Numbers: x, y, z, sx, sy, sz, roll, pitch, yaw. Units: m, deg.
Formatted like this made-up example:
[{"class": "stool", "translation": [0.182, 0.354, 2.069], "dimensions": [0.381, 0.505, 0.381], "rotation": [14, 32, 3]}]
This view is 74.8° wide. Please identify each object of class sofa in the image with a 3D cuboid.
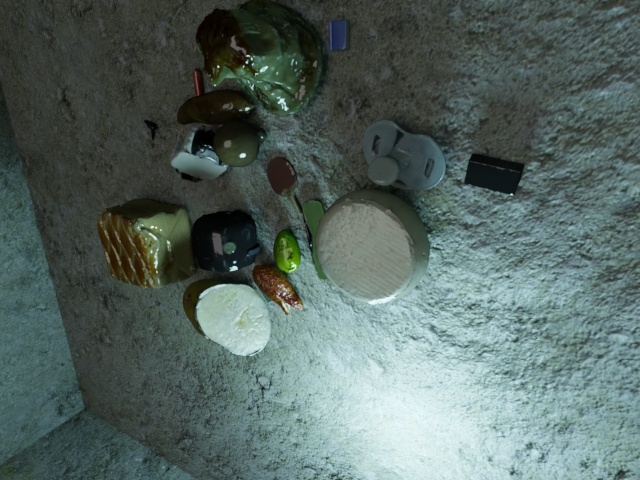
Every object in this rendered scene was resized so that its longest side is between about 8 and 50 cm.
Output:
[{"class": "sofa", "translation": [0.498, -0.193, 1.206], "dimensions": [0.147, 0.060, 0.085], "rotation": [18, 134, 25]}]

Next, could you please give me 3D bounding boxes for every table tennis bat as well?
[{"class": "table tennis bat", "translation": [-0.130, -0.207, 1.609], "dimensions": [0.131, 0.022, 0.234], "rotation": [-26, 93, 36]}]

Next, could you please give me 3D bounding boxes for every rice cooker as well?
[{"class": "rice cooker", "translation": [-0.386, -0.004, 1.714], "dimensions": [0.267, 0.267, 0.224], "rotation": [3, 103, 31]}]

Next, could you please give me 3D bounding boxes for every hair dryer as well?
[{"class": "hair dryer", "translation": [-0.767, -0.496, 1.891], "dimensions": [0.079, 0.031, 0.083], "rotation": [36, 133, 28]}]

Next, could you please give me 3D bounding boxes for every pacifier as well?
[{"class": "pacifier", "translation": [0.226, -0.225, 1.267], "dimensions": [0.279, 0.207, 0.227], "rotation": [29, 139, 20]}]

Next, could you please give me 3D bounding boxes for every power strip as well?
[{"class": "power strip", "translation": [-0.252, 0.229, 1.839], "dimensions": [0.019, 0.051, 0.136], "rotation": [-35, 89, 29]}]

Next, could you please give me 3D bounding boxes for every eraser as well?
[{"class": "eraser", "translation": [0.058, -0.642, 1.312], "dimensions": [0.063, 0.027, 0.085], "rotation": [9, 113, 28]}]

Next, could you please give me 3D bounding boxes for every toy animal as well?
[{"class": "toy animal", "translation": [-0.484, -0.351, 1.677], "dimensions": [0.204, 0.208, 0.156], "rotation": [-30, 56, 38]}]

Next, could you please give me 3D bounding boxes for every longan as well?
[{"class": "longan", "translation": [-0.297, -0.363, 1.566], "dimensions": [0.204, 0.185, 0.159], "rotation": [-25, 64, -4]}]

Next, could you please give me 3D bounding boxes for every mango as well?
[{"class": "mango", "translation": [-0.128, 0.041, 1.656], "dimensions": [0.119, 0.100, 0.178], "rotation": [7, 108, 38]}]

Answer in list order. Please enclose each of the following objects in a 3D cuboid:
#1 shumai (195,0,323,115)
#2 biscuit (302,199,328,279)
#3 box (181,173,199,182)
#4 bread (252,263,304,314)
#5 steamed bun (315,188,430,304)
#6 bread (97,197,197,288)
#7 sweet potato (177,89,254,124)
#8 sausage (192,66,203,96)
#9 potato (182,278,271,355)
[{"class": "shumai", "translation": [-0.213, -0.583, 1.326], "dimensions": [0.397, 0.323, 0.324], "rotation": [48, 124, 8]}, {"class": "biscuit", "translation": [0.000, 0.000, 1.598], "dimensions": [0.099, 0.038, 0.322], "rotation": [-5, 105, 30]}, {"class": "box", "translation": [-0.574, -0.303, 1.837], "dimensions": [0.079, 0.035, 0.083], "rotation": [16, 117, 26]}, {"class": "bread", "translation": [-0.185, 0.207, 1.763], "dimensions": [0.139, 0.095, 0.269], "rotation": [-33, 93, 44]}, {"class": "steamed bun", "translation": [0.177, 0.013, 1.365], "dimensions": [0.374, 0.241, 0.374], "rotation": [9, 108, 28]}, {"class": "bread", "translation": [-0.815, 0.016, 1.972], "dimensions": [0.371, 0.279, 0.390], "rotation": [13, 118, 29]}, {"class": "sweet potato", "translation": [-0.433, -0.503, 1.617], "dimensions": [0.422, 0.130, 0.131], "rotation": [1, 109, 33]}, {"class": "sausage", "translation": [-0.483, -0.617, 1.657], "dimensions": [0.034, 0.034, 0.129], "rotation": [9, 112, 29]}, {"class": "potato", "translation": [-0.440, 0.322, 1.924], "dimensions": [0.397, 0.290, 0.296], "rotation": [32, 165, -26]}]
